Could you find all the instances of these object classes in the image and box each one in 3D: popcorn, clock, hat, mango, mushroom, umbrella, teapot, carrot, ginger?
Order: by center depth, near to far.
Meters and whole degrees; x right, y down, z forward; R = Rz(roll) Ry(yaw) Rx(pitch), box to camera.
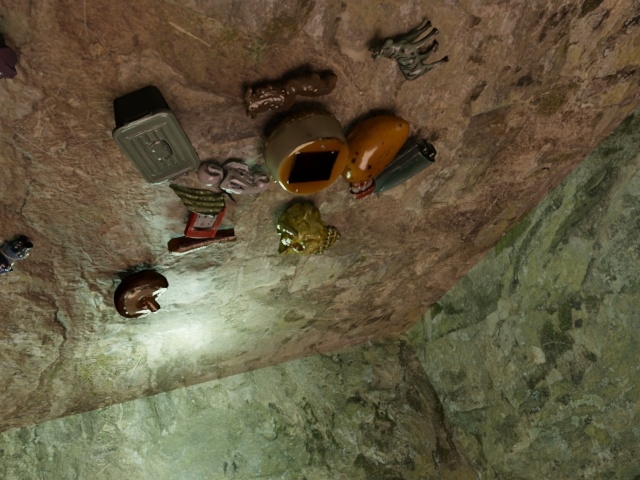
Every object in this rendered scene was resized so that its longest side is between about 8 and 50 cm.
[{"bbox_3d":[-0.668,-0.371,0.895,0.116,0.146,0.148,-53,-172,-37],"label":"teapot"},{"bbox_3d":[-0.079,-0.421,1.325,0.289,0.084,0.122,-20,144,-10],"label":"ginger"},{"bbox_3d":[0.176,-0.327,1.601,0.290,0.160,0.191,-37,139,14],"label":"mango"},{"bbox_3d":[-0.328,-0.161,1.623,0.022,0.022,0.149,-3,154,16],"label":"umbrella"},{"bbox_3d":[-0.415,-0.082,1.651,0.113,0.061,0.155,1,138,-37],"label":"clock"},{"bbox_3d":[-0.446,0.003,1.753,0.259,0.070,0.070,-12,148,-22],"label":"carrot"},{"bbox_3d":[0.151,-0.247,1.777,0.112,0.094,0.162,-32,146,-10],"label":"hat"},{"bbox_3d":[-0.713,0.199,1.821,0.231,0.138,0.194,-45,133,12],"label":"mushroom"},{"bbox_3d":[-0.086,-0.037,1.839,0.216,0.181,0.235,-21,151,-6],"label":"popcorn"}]

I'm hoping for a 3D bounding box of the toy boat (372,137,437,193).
[{"bbox_3d":[0.307,-0.280,1.843,0.319,0.092,0.141,-35,151,31],"label":"toy boat"}]

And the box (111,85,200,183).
[{"bbox_3d":[-0.442,-0.281,1.232,0.163,0.135,0.243,-24,150,-3],"label":"box"}]

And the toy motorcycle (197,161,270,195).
[{"bbox_3d":[-0.276,-0.195,1.518,0.254,0.113,0.112,2,141,-37],"label":"toy motorcycle"}]

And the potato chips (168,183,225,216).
[{"bbox_3d":[-0.407,-0.132,1.545,0.207,0.092,0.028,10,161,-44],"label":"potato chips"}]

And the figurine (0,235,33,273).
[{"bbox_3d":[-0.967,0.050,1.435,0.149,0.087,0.086,-32,112,11],"label":"figurine"}]

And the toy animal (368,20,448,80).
[{"bbox_3d":[0.271,-0.567,1.360,0.254,0.090,0.170,12,139,-44],"label":"toy animal"}]

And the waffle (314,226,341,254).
[{"bbox_3d":[0.000,0.000,2.112,0.183,0.036,0.169,-38,146,18],"label":"waffle"}]

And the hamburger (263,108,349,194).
[{"bbox_3d":[-0.049,-0.284,1.478,0.275,0.179,0.294,-12,145,-26],"label":"hamburger"}]
